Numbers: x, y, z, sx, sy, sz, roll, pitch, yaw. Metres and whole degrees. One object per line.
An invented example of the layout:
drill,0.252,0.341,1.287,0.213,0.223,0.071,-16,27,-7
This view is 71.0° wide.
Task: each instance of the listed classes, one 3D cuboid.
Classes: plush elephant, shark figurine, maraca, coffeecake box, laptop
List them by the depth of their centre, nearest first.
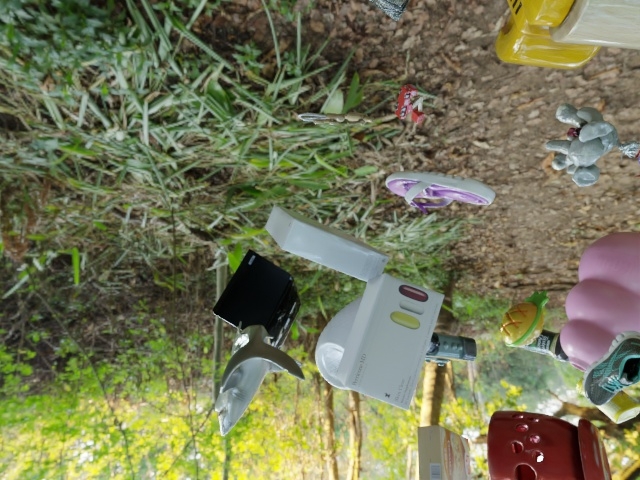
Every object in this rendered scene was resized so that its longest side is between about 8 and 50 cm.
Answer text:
shark figurine,-0.078,0.173,0.650,0.116,0.166,0.278,16,142,-9
coffeecake box,0.332,0.587,1.197,0.068,0.142,0.185,-20,140,34
maraca,0.572,0.216,1.251,0.099,0.185,0.127,36,170,-2
laptop,-0.180,0.206,1.383,0.137,0.234,0.264,14,146,20
plush elephant,0.994,-0.360,1.711,0.256,0.271,0.330,-18,-150,-32

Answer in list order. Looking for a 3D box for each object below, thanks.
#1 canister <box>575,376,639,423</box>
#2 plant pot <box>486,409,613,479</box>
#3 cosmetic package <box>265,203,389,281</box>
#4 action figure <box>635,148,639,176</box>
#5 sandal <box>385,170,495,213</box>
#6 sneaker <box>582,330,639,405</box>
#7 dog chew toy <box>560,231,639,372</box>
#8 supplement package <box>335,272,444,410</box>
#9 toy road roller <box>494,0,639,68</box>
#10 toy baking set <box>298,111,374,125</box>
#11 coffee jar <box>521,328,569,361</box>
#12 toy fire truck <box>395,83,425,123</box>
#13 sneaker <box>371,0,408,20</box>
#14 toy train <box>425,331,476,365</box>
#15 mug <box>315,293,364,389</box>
canister,1.055,0.575,1.647,0.126,0.073,0.170,-10,-150,-18
plant pot,0.403,0.396,0.785,0.174,0.190,0.191,-15,163,30
cosmetic package,0.000,0.000,1.341,0.285,0.097,0.377,24,-176,-16
action figure,0.861,-0.227,1.199,0.030,0.115,0.038,4,-171,13
sandal,0.323,-0.136,1.347,0.170,0.102,0.416,24,176,-27
sneaker,0.551,0.249,0.835,0.065,0.166,0.076,22,-159,9
dog chew toy,0.661,0.145,1.014,0.207,0.331,0.206,34,171,6
supplement package,0.153,0.228,1.053,0.145,0.261,0.204,20,169,-1
toy road roller,0.381,-0.345,0.671,0.203,0.329,0.240,6,142,2
toy baking set,0.041,-0.392,1.426,0.197,0.030,0.256,-7,-158,-26
coffee jar,0.786,0.353,1.556,0.079,0.096,0.184,14,177,-27
toy fire truck,0.379,-0.563,1.856,0.135,0.047,0.192,-22,147,-19
sneaker,0.208,-0.627,1.130,0.130,0.087,0.228,19,-176,-39
toy train,0.492,0.440,1.869,0.334,0.142,0.190,18,158,-34
mug,0.178,0.341,1.528,0.374,0.276,0.328,-25,179,40
